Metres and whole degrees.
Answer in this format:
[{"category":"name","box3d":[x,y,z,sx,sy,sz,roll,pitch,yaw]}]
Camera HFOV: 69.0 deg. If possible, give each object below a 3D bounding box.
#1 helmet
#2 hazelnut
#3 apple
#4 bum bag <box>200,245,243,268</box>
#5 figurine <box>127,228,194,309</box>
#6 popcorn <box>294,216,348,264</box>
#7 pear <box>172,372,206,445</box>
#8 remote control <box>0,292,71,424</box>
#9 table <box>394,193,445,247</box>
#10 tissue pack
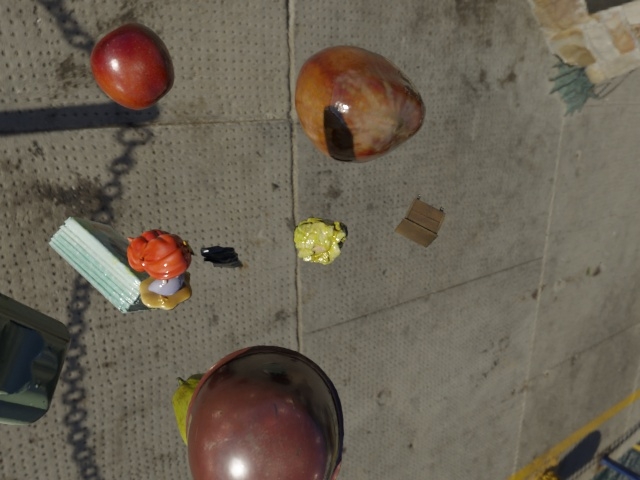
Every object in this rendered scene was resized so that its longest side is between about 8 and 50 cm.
[{"category":"helmet","box3d":[-0.111,0.405,0.891,0.337,0.230,0.385,-1,83,-4]},{"category":"hazelnut","box3d":[0.104,-0.374,1.310,0.365,0.366,0.366,-10,109,-31]},{"category":"apple","box3d":[-0.518,-0.482,1.294,0.218,0.218,0.201,-50,123,-12]},{"category":"bum bag","box3d":[-0.363,0.063,1.733,0.123,0.248,0.060,-3,78,-2]},{"category":"figurine","box3d":[-0.465,0.068,1.359,0.181,0.208,0.257,-2,143,-19]},{"category":"popcorn","box3d":[0.000,0.000,2.063,0.259,0.259,0.212,6,104,-35]},{"category":"pear","box3d":[-0.412,0.648,1.765,0.375,0.287,0.287,41,76,9]},{"category":"remote control","box3d":[-0.364,0.094,0.447,0.335,0.065,0.128,73,18,-62]},{"category":"table","box3d":[0.228,-0.047,1.049,0.083,0.070,0.082,27,67,3]},{"category":"tissue pack","box3d":[-0.775,0.096,1.759,0.388,0.287,0.162,41,88,6]}]
